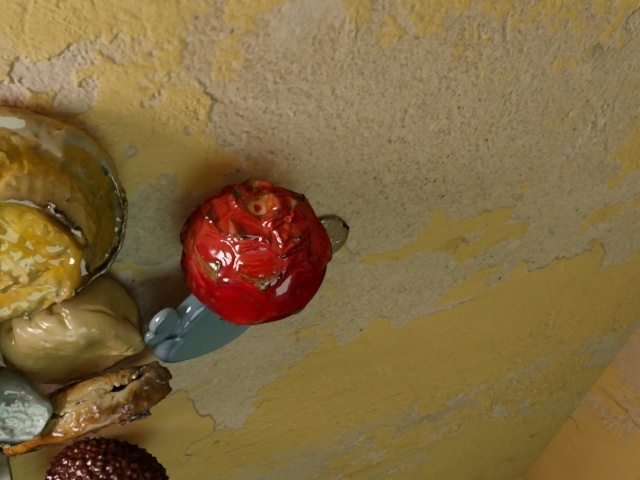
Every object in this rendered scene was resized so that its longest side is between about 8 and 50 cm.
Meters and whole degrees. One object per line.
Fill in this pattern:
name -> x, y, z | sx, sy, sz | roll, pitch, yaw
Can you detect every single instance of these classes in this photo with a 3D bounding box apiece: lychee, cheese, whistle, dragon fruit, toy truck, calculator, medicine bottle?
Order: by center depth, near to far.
whistle -> -0.554, 0.201, 0.998 | 0.189, 0.189, 0.348 | -41, 128, 15
dragon fruit -> -0.101, 0.019, 1.077 | 0.240, 0.241, 0.252 | 9, 150, -41
cheese -> -0.401, 0.154, 1.129 | 0.213, 0.117, 0.226 | -23, 148, 0
calculator -> -0.197, 0.142, 1.244 | 0.188, 0.042, 0.302 | -51, 161, 20
medicine bottle -> -0.659, 0.461, 1.345 | 0.117, 0.074, 0.055 | -10, 140, -26
lychee -> -0.449, 0.516, 1.435 | 0.271, 0.271, 0.271 | -19, 143, -15
toy truck -> -0.396, 0.365, 1.455 | 0.083, 0.024, 0.032 | -14, 145, -20

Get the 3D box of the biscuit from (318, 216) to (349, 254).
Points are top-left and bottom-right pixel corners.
biscuit -> 0.000, 0.000, 1.300 | 0.120, 0.015, 0.120 | -19, 143, -15

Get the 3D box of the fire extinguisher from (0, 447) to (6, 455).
fire extinguisher -> -0.603, 0.390, 1.337 | 0.046, 0.032, 0.100 | -20, 138, -31

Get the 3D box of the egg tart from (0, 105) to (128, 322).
egg tart -> -0.409, -0.007, 0.887 | 0.345, 0.132, 0.345 | -14, 134, -15

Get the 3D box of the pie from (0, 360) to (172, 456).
pie -> -0.390, 0.279, 1.209 | 0.308, 0.086, 0.308 | -20, 178, -1
